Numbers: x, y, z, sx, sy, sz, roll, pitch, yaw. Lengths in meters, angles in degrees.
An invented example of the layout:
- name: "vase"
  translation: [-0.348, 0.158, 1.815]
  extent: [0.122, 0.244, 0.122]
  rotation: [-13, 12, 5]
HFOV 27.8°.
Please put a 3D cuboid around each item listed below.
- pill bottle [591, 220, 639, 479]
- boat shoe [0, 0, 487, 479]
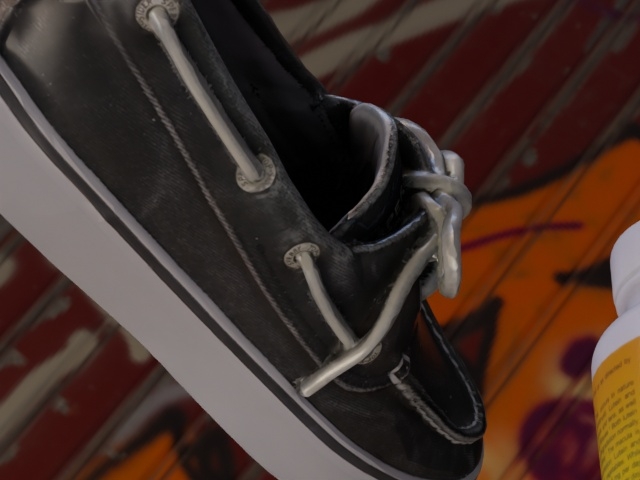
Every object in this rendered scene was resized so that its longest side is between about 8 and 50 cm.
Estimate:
- name: "pill bottle"
  translation: [0.213, 0.106, 0.671]
  extent: [0.136, 0.136, 0.245]
  rotation: [112, 163, -54]
- name: "boat shoe"
  translation: [-0.001, -0.003, 0.443]
  extent: [0.105, 0.306, 0.113]
  rotation: [-27, 38, 18]
